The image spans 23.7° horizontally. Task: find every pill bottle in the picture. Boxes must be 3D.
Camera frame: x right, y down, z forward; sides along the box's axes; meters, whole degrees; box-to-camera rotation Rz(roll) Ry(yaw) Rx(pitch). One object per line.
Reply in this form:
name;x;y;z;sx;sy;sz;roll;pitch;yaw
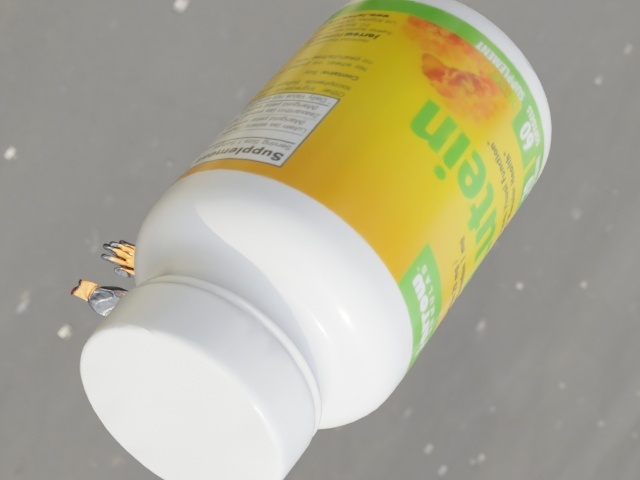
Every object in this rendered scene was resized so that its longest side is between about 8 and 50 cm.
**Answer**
pill bottle;0.000;0.000;0.711;0.245;0.136;0.136;-52;157;-39

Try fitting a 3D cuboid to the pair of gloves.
pair of gloves;-0.187;0.039;1.450;0.074;0.010;0.083;27;111;-27
